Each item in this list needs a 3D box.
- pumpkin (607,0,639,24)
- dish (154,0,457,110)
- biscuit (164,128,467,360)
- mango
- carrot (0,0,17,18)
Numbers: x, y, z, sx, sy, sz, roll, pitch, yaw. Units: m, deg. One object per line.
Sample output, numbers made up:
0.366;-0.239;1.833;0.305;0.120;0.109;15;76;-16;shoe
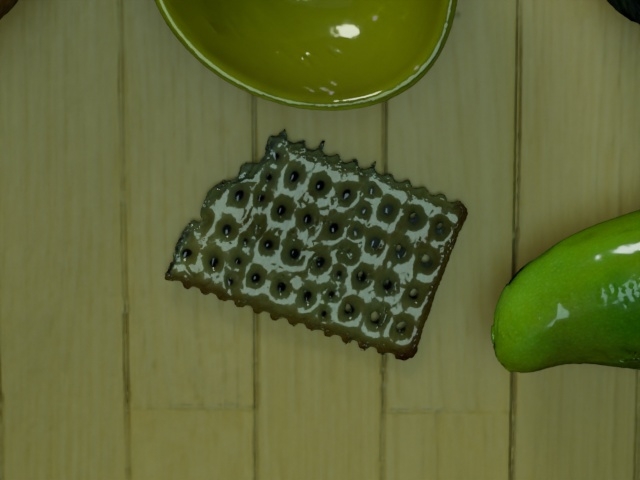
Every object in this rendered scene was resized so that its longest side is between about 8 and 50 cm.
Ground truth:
0.296;-0.265;1.315;0.248;0.248;0.248;0;100;-1;pumpkin
0.001;-0.231;1.359;0.221;0.108;0.262;20;101;-4;dish
0.000;0.000;1.446;0.203;0.016;0.144;21;99;-5;biscuit
0.238;0.042;1.409;0.233;0.111;0.125;-24;95;5;mango
-0.263;-0.277;1.298;0.224;0.224;0.341;38;91;-6;carrot
